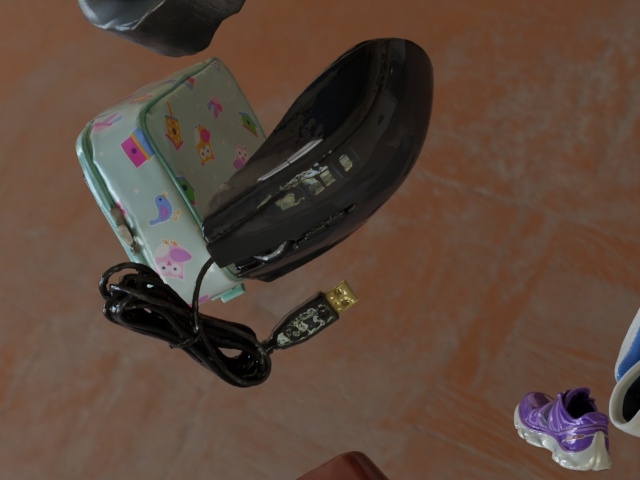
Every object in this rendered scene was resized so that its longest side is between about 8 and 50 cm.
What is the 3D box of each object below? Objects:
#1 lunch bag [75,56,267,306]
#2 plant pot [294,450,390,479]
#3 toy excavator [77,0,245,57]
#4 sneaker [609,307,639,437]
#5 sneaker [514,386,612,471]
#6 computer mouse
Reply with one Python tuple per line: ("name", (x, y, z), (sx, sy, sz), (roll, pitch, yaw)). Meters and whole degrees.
("lunch bag", (-0.132, -0.055, 1.702), (0.108, 0.224, 0.279), (-21, 13, 22))
("plant pot", (0.023, 0.313, 1.179), (0.267, 0.267, 0.236), (-30, 50, 7))
("toy excavator", (-0.054, -0.385, 0.863), (0.433, 0.222, 0.445), (-25, 62, 35))
("sneaker", (0.273, 0.135, 1.165), (0.130, 0.236, 0.323), (45, 130, 46))
("sneaker", (0.243, 0.172, 1.610), (0.170, 0.068, 0.071), (-151, 68, -72))
("computer mouse", (0.000, 0.000, 1.074), (0.262, 0.184, 0.060), (-42, 51, 4))
